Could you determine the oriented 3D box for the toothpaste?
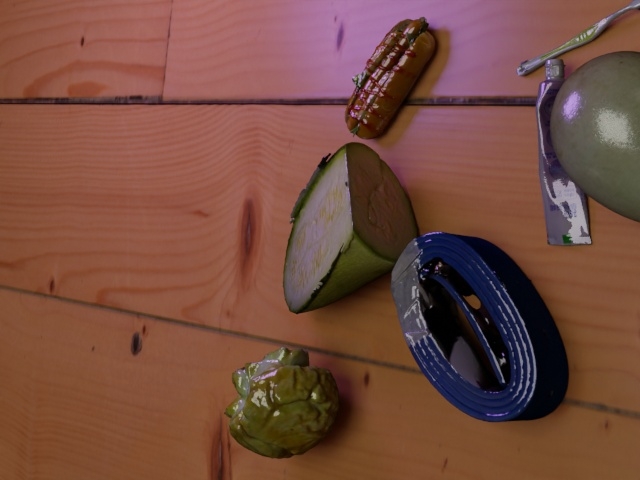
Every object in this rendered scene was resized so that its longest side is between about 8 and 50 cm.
[{"bbox_3d":[0.387,-0.141,1.834,0.075,0.048,0.301,-4,89,14],"label":"toothpaste"}]

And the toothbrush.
[{"bbox_3d":[0.420,-0.329,1.835,0.263,0.026,0.022,-26,63,37],"label":"toothbrush"}]

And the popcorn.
[{"bbox_3d":[-0.068,0.304,2.095,0.221,0.204,0.183,-40,42,35],"label":"popcorn"}]

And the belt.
[{"bbox_3d":[0.258,0.144,1.875,0.212,0.117,0.347,-47,59,27],"label":"belt"}]

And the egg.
[{"bbox_3d":[0.466,-0.138,1.650,0.218,0.218,0.295,-47,71,28],"label":"egg"}]

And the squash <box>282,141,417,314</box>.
[{"bbox_3d":[0.000,0.000,2.063,0.309,0.210,0.233,-26,55,33],"label":"squash"}]

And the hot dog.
[{"bbox_3d":[0.120,-0.300,2.072,0.104,0.076,0.250,51,120,34],"label":"hot dog"}]
